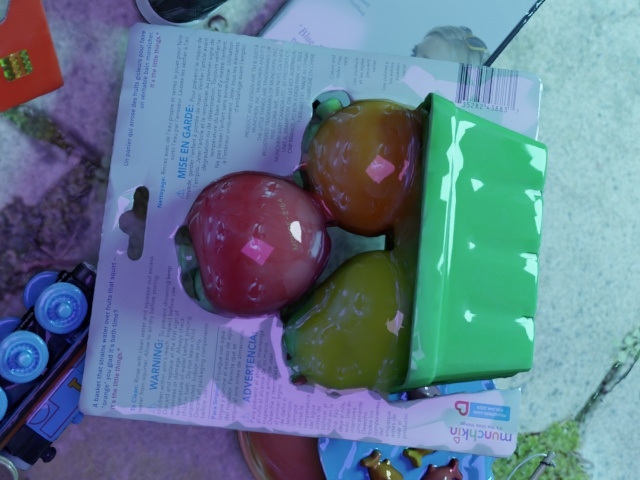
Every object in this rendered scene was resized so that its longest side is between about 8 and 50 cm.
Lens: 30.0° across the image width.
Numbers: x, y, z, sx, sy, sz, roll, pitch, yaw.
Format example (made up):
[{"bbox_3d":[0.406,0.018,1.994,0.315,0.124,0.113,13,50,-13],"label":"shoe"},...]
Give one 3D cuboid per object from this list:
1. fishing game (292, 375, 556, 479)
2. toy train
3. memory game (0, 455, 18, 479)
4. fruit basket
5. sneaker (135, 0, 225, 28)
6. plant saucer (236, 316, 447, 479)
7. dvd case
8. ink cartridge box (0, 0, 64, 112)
[{"bbox_3d":[0.086,0.178,1.066,0.189,0.041,0.264,-47,106,-12],"label":"fishing game"},{"bbox_3d":[-0.224,0.107,0.977,0.105,0.080,0.184,42,81,-23],"label":"toy train"},{"bbox_3d":[-0.313,0.224,0.951,0.186,0.012,0.186,1,111,3],"label":"memory game"},{"bbox_3d":[0.000,0.000,0.984,0.353,0.165,0.327,5,80,-1],"label":"fruit basket"},{"bbox_3d":[-0.049,-0.259,0.984,0.234,0.106,0.078,-43,107,-10],"label":"sneaker"},{"bbox_3d":[0.017,0.150,1.080,0.200,0.037,0.200,-2,95,-19],"label":"plant saucer"},{"bbox_3d":[0.082,-0.206,1.076,0.180,0.022,0.253,42,81,-17],"label":"dvd case"},{"bbox_3d":[-0.305,-0.134,0.843,0.239,0.275,0.060,-24,60,-15],"label":"ink cartridge box"}]
